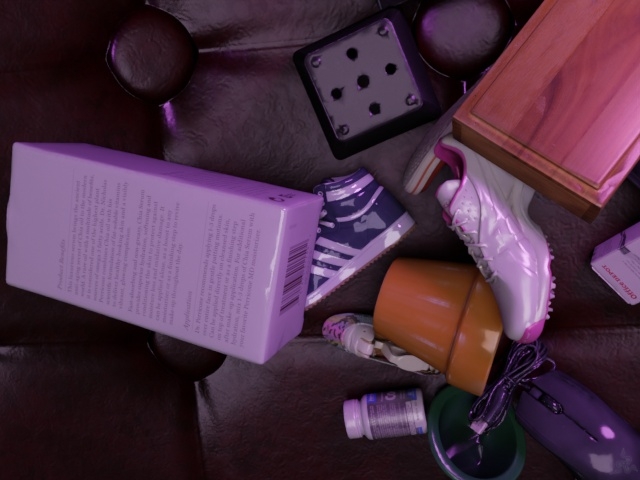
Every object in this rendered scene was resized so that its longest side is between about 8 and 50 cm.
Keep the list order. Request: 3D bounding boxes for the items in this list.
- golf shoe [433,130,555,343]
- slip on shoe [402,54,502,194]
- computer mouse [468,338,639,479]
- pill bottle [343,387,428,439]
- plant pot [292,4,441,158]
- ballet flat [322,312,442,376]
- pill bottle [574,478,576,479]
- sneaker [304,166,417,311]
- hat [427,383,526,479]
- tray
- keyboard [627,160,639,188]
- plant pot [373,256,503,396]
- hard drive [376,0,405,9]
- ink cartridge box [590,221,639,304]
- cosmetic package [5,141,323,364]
[{"bbox_3d":[0.224,-0.015,0.800,0.140,0.115,0.306,-1,73,-3],"label":"golf shoe"},{"bbox_3d":[0.254,-0.184,0.896,0.101,0.123,0.331,44,99,-9],"label":"slip on shoe"},{"bbox_3d":[0.385,0.290,0.934,0.272,0.072,0.188,36,82,23],"label":"computer mouse"},{"bbox_3d":[0.113,0.302,1.039,0.137,0.078,0.078,-10,102,8],"label":"pill bottle"},{"bbox_3d":[0.066,-0.231,0.877,0.187,0.167,0.188,-22,99,10],"label":"plant pot"},{"bbox_3d":[0.109,0.179,1.010,0.221,0.079,0.077,16,106,3],"label":"ballet flat"},{"bbox_3d":[0.578,0.433,0.974,0.278,0.162,0.162,2,103,6],"label":"pill bottle"},{"bbox_3d":[0.000,0.000,0.973,0.282,0.099,0.153,-37,96,12],"label":"sneaker"},{"bbox_3d":[0.249,0.376,1.065,0.173,0.183,0.208,3,59,-8],"label":"hat"},{"bbox_3d":[0.369,-0.246,0.733,0.203,0.076,0.411,37,88,19],"label":"tray"},{"bbox_3d":[0.449,-0.205,0.866,0.317,0.033,0.201,34,82,-20],"label":"keyboard"},{"bbox_3d":[0.191,0.113,0.939,0.188,0.205,0.205,17,105,19],"label":"plant pot"},{"bbox_3d":[0.199,-0.484,0.811,0.339,0.064,0.237,-21,73,10],"label":"hard drive"},{"bbox_3d":[0.503,0.024,0.914,0.099,0.056,0.135,43,135,-5],"label":"ink cartridge box"},{"bbox_3d":[-0.244,0.001,0.919,0.453,0.161,0.230,14,104,16],"label":"cosmetic package"}]
